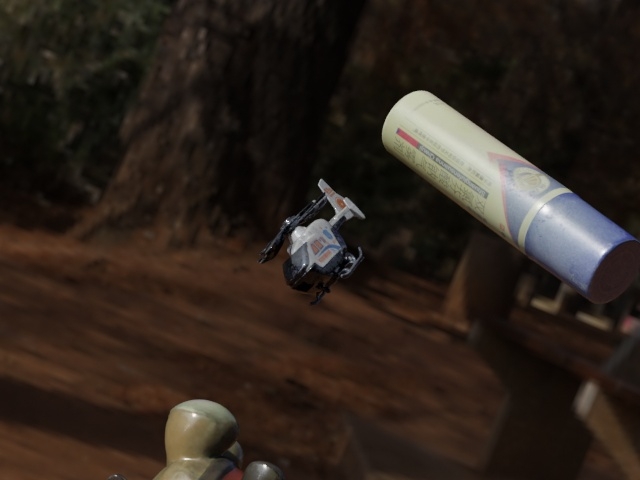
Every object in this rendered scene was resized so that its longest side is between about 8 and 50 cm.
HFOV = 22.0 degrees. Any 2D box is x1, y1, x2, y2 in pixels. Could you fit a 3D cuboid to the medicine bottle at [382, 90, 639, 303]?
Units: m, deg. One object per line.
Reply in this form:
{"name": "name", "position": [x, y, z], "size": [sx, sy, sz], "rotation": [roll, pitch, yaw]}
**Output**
{"name": "medicine bottle", "position": [0.140, -0.036, 1.234], "size": [0.231, 0.059, 0.059], "rotation": [39, 11, 38]}

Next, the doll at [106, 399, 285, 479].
{"name": "doll", "position": [-0.047, 0.305, 1.632], "size": [0.330, 0.174, 0.235], "rotation": [31, -28, 16]}

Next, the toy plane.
{"name": "toy plane", "position": [0.001, 0.000, 1.572], "size": [0.078, 0.053, 0.197], "rotation": [45, 30, -4]}
